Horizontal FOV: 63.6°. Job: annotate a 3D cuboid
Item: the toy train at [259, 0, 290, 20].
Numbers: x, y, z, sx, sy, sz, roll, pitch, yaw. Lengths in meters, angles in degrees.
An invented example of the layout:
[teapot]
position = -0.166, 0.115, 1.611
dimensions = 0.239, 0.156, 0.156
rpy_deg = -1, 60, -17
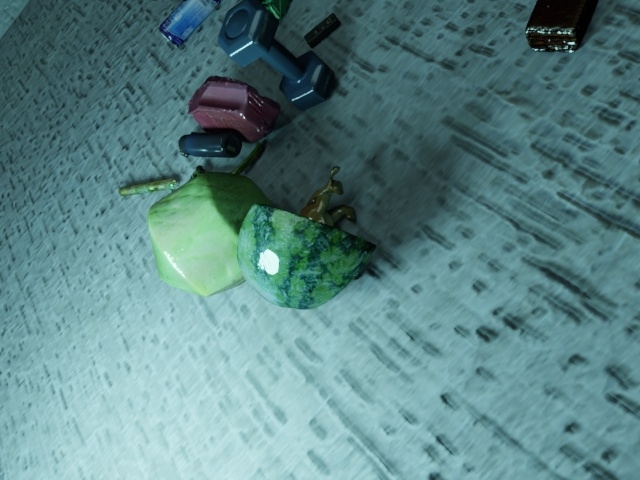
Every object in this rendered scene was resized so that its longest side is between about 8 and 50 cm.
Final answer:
[toy train]
position = -0.146, -0.814, 1.584
dimensions = 0.115, 0.154, 0.269
rpy_deg = 13, 77, 35

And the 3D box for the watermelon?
[watermelon]
position = -0.058, 0.040, 1.089
dimensions = 0.256, 0.176, 0.260
rpy_deg = 36, 99, 2

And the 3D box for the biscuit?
[biscuit]
position = 0.564, -0.588, 1.120
dimensions = 0.107, 0.073, 0.388
rpy_deg = 19, 81, 36

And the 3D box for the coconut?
[coconut]
position = -0.265, -0.010, 1.240
dimensions = 0.328, 0.281, 0.328
rpy_deg = -29, 30, 18

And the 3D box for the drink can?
[drink can]
position = -0.451, -0.785, 1.789
dimensions = 0.235, 0.097, 0.097
rpy_deg = -44, 55, 9

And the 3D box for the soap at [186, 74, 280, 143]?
[soap]
position = -0.238, -0.359, 1.434
dimensions = 0.289, 0.182, 0.112
rpy_deg = 17, 79, 30

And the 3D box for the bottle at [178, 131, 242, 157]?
[bottle]
position = -0.327, -0.281, 1.500
dimensions = 0.244, 0.072, 0.082
rpy_deg = 9, 76, 43

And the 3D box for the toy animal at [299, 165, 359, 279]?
[toy animal]
position = 0.000, 0.000, 1.194
dimensions = 0.157, 0.097, 0.312
rpy_deg = -13, 67, 25

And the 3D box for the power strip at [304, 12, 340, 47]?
[power strip]
position = 0.004, -0.604, 1.483
dimensions = 0.111, 0.029, 0.038
rpy_deg = -36, 56, 13

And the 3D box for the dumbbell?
[dumbbell]
position = -0.104, -0.463, 1.311
dimensions = 0.143, 0.316, 0.156
rpy_deg = 18, 86, 39

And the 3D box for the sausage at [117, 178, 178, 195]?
[sausage]
position = -0.546, -0.166, 1.624
dimensions = 0.269, 0.033, 0.033
rpy_deg = -4, 68, 29

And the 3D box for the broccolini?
[broccolini]
position = -0.279, -0.208, 1.481
dimensions = 0.271, 0.062, 0.123
rpy_deg = -33, 62, 7
